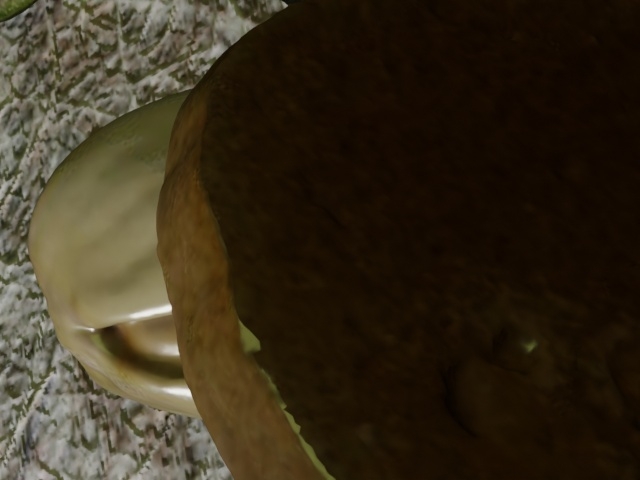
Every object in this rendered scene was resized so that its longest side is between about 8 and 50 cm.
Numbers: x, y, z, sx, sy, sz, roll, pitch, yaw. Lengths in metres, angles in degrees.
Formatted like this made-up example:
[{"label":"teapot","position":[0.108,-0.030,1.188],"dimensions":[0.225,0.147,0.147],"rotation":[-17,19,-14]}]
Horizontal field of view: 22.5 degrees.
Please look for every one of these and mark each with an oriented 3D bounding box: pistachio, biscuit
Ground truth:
[{"label":"pistachio","position":[0.000,0.000,0.597],"dimensions":[0.238,0.137,0.153],"rotation":[-3,39,30]},{"label":"biscuit","position":[0.090,0.030,0.452],"dimensions":[0.273,0.257,0.049],"rotation":[56,144,21]}]

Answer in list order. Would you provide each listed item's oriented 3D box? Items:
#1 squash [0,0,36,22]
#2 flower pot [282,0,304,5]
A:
[{"label":"squash","position":[-0.207,-0.163,0.863],"dimensions":[0.132,0.105,0.105],"rotation":[6,77,58]},{"label":"flower pot","position":[0.017,-0.164,0.606],"dimensions":[0.212,0.203,0.212],"rotation":[-11,72,34]}]
